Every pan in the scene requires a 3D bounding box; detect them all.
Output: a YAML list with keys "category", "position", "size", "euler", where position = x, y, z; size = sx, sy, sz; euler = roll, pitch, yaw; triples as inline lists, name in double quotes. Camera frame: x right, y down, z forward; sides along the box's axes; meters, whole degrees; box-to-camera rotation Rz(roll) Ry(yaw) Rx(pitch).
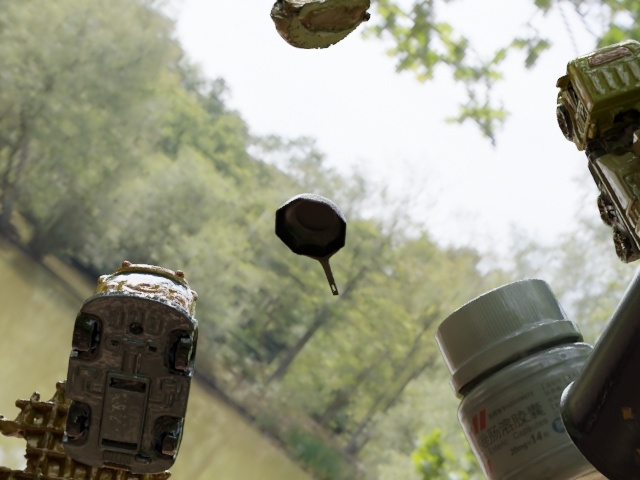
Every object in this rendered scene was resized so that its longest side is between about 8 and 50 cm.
- category: "pan"
  position: [-0.016, -0.003, 2.170]
  size: [0.128, 0.048, 0.202]
  euler: [12, -51, 9]

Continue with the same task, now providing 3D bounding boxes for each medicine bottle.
- category: "medicine bottle"
  position: [0.326, 0.237, 1.858]
  size: [0.306, 0.245, 0.245]
  euler: [66, 5, 23]

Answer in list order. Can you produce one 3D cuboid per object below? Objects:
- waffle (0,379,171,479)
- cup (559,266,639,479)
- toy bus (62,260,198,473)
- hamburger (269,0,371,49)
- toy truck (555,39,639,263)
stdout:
- category: "waffle"
  position: [-0.313, 0.288, 1.547]
  size: [0.228, 0.232, 0.051]
  euler: [51, -27, 23]
- category: "cup"
  position: [0.383, 0.090, 1.116]
  size: [0.255, 0.256, 0.178]
  euler: [0, 36, -33]
- category: "toy bus"
  position: [-0.194, 0.127, 1.279]
  size: [0.126, 0.209, 0.136]
  euler: [10, 25, -3]
- category: "hamburger"
  position: [-0.016, -0.330, 1.756]
  size: [0.102, 0.176, 0.087]
  euler: [33, -52, 32]
- category: "toy truck"
  position: [0.561, -0.160, 2.139]
  size: [0.254, 0.181, 0.405]
  euler: [80, -8, -63]
